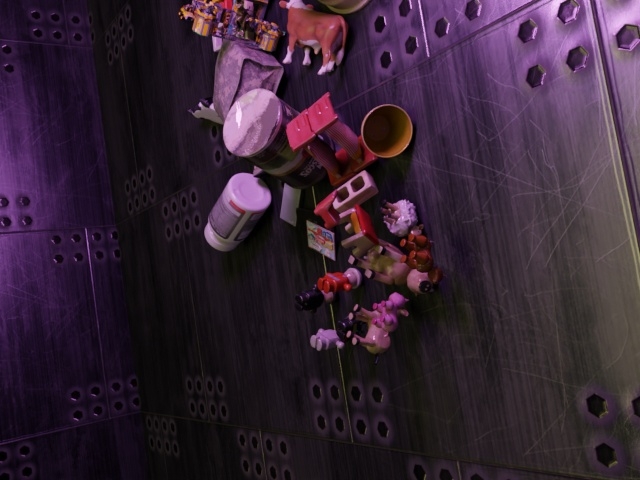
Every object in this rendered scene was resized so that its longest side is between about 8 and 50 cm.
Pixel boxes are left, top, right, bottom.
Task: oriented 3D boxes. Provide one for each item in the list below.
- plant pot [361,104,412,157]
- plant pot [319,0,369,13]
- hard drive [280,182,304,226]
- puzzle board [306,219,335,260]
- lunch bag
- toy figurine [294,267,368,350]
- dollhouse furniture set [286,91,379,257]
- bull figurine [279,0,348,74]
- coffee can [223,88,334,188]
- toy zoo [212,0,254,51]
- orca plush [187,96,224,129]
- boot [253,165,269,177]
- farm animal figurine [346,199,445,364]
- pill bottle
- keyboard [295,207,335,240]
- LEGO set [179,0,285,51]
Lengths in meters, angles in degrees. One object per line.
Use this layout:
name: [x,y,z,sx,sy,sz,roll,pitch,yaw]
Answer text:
plant pot: [0.161,-0.290,1.715,0.095,0.134,0.134,-128,42,-70]
plant pot: [-0.032,-0.794,1.744,0.333,0.305,0.334,9,101,53]
hard drive: [-0.092,-0.124,2.152,0.094,0.022,0.135,31,119,48]
puzzle board: [0.000,0.000,2.022,0.128,0.011,0.097,28,132,43]
lunch bag: [-0.261,-0.503,2.194,0.235,0.168,0.287,57,132,48]
toy figurine: [0.050,0.203,1.909,0.213,0.148,0.210,-40,68,46]
dollhouse furniture set: [0.057,-0.171,1.684,0.152,0.201,0.374,-34,47,20]
bull figurine: [-0.030,-0.607,1.942,0.310,0.101,0.189,36,126,48]
coffee can: [-0.117,-0.287,1.901,0.201,0.275,0.202,-12,69,32]
toy zoo: [-0.330,-0.795,2.382,0.293,0.030,0.193,9,101,53]
orca plush: [-0.387,-0.499,2.483,0.151,0.102,0.287,44,162,-20]
boot: [-0.159,-0.317,2.168,0.236,0.085,0.179,-19,76,52]
farm animal figurine: [0.193,0.104,1.675,0.330,0.172,0.327,-56,31,24]
pill bottle: [-0.300,-0.093,2.322,0.283,0.161,0.161,-49,56,45]
keyboard: [-0.015,-0.043,2.054,0.180,0.023,0.108,14,116,53]
LEGO set: [-0.265,-0.755,2.091,0.255,0.331,0.192,-109,35,-52]
